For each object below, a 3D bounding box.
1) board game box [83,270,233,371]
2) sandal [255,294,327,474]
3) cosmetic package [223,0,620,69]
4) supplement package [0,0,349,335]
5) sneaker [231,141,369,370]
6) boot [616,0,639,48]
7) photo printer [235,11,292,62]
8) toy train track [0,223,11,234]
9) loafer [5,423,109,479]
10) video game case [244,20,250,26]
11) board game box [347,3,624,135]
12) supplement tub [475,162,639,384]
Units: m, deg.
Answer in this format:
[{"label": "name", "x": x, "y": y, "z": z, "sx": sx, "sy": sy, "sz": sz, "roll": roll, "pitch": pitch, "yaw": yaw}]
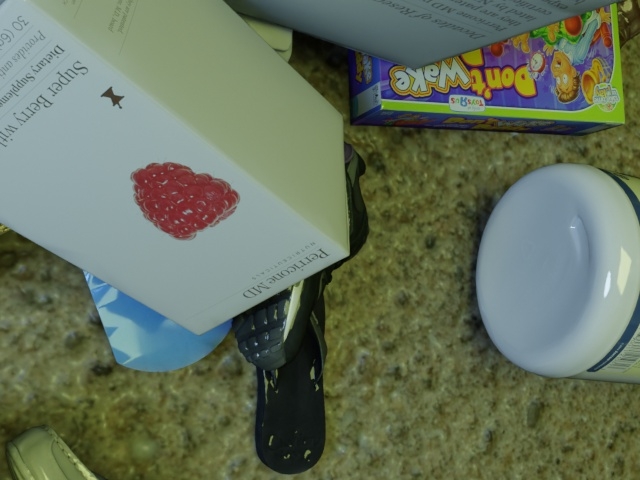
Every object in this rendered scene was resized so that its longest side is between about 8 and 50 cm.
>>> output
[{"label": "board game box", "x": -0.160, "y": 0.043, "z": 0.714, "sx": 0.133, "sy": 0.033, "sz": 0.168, "roll": -21, "pitch": 95, "yaw": -28}, {"label": "sandal", "x": -0.030, "y": 0.113, "z": 0.751, "sx": 0.097, "sy": 0.054, "sz": 0.254, "roll": -8, "pitch": 89, "yaw": -24}, {"label": "cosmetic package", "x": 0.089, "y": -0.363, "z": 0.545, "sx": 0.328, "sy": 0.394, "sz": 0.329, "roll": 8, "pitch": 84, "yaw": -32}, {"label": "supplement package", "x": -0.134, "y": -0.086, "z": 0.562, "sx": 0.293, "sy": 0.178, "sz": 0.175, "roll": 37, "pitch": 36, "yaw": -35}, {"label": "sneaker", "x": 0.000, "y": 0.000, "z": 0.712, "sx": 0.124, "sy": 0.107, "sz": 0.283, "roll": 27, "pitch": 53, "yaw": -29}, {"label": "boot", "x": 0.386, "y": -0.301, "z": 0.981, "sx": 0.114, "sy": 0.037, "sz": 0.106, "roll": -42, "pitch": 100, "yaw": -16}, {"label": "photo printer", "x": -0.175, "y": -0.306, "z": 0.695, "sx": 0.308, "sy": 0.107, "sz": 0.255, "roll": 6, "pitch": 83, "yaw": -23}, {"label": "toy train track", "x": -0.272, "y": -0.026, "z": 0.681, "sx": 0.083, "sy": 0.014, "sz": 0.048, "roll": -30, "pitch": 105, "yaw": -17}, {"label": "loafer", "x": -0.154, "y": 0.277, "z": 0.660, "sx": 0.111, "sy": 0.112, "sz": 0.319, "roll": -44, "pitch": 110, "yaw": -26}, {"label": "video game case", "x": -0.182, "y": -0.132, "z": 0.667, "sx": 0.202, "sy": 0.023, "sz": 0.183, "roll": 6, "pitch": 122, "yaw": -23}, {"label": "board game box", "x": 0.201, "y": -0.253, "z": 0.871, "sx": 0.347, "sy": 0.078, "sz": 0.233, "roll": -2, "pitch": 86, "yaw": -24}, {"label": "supplement tub", "x": 0.373, "y": 0.049, "z": 0.834, "sx": 0.325, "sy": 0.235, "sz": 0.235, "roll": 9, "pitch": 82, "yaw": -23}]
